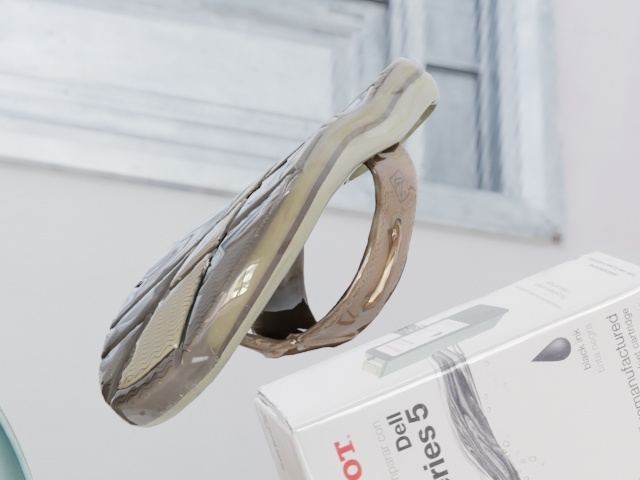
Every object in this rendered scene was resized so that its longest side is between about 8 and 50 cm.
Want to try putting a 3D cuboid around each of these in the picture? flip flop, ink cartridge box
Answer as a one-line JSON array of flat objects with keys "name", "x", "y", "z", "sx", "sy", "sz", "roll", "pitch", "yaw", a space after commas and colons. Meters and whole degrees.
[{"name": "flip flop", "x": 0.000, "y": 0.000, "z": 0.647, "sx": 0.112, "sy": 0.080, "sz": 0.277, "roll": -36, "pitch": -174, "yaw": 31}, {"name": "ink cartridge box", "x": 0.118, "y": 0.151, "z": 1.008, "sx": 0.115, "sy": 0.273, "sz": 0.198, "roll": -150, "pitch": -140, "yaw": -73}]

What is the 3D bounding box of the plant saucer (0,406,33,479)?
[{"name": "plant saucer", "x": -0.278, "y": 0.124, "z": 0.678, "sx": 0.043, "sy": 0.318, "sz": 0.317, "roll": -81, "pitch": -175, "yaw": -67}]
